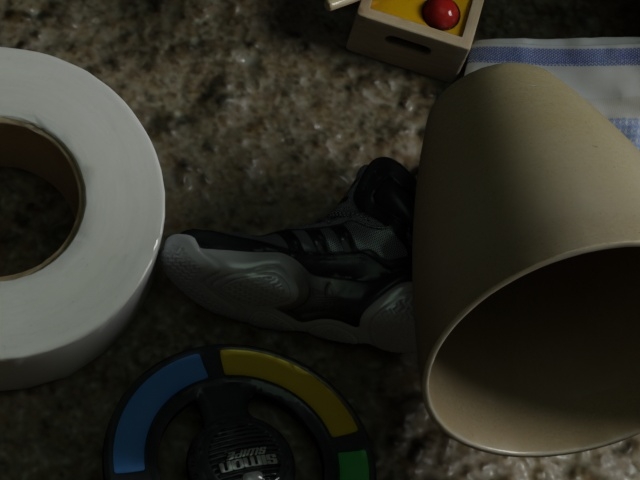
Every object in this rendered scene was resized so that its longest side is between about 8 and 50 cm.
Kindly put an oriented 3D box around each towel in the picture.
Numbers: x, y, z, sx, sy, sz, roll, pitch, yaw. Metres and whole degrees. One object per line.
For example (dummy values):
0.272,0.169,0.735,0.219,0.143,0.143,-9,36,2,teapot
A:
0.214,-0.057,1.449,0.209,0.034,0.285,3,70,21,towel

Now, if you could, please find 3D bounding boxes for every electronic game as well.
-0.065,0.186,1.326,0.229,0.048,0.229,8,54,-11,electronic game

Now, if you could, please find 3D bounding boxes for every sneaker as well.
0.000,0.000,1.409,0.269,0.101,0.153,13,64,-7,sneaker

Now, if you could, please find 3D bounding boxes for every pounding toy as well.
0.080,-0.227,1.505,0.141,0.100,0.130,18,67,-2,pounding toy

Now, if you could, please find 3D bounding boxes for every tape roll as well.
-0.276,-0.020,1.368,0.286,0.100,0.286,3,69,-8,tape roll

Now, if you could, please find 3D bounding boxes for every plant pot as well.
0.176,-0.008,1.309,0.256,0.256,0.274,-5,47,-11,plant pot
